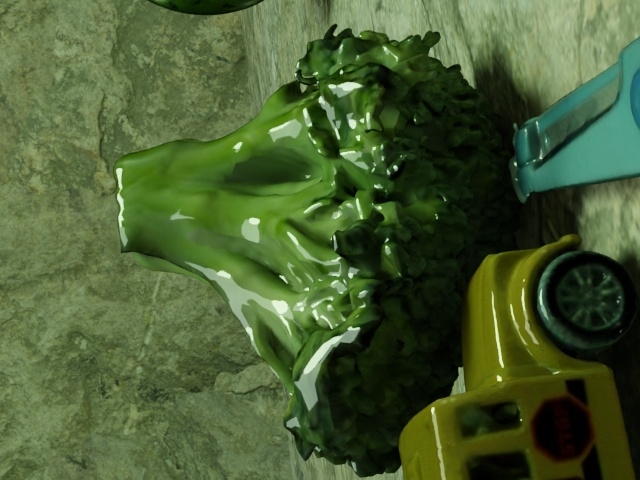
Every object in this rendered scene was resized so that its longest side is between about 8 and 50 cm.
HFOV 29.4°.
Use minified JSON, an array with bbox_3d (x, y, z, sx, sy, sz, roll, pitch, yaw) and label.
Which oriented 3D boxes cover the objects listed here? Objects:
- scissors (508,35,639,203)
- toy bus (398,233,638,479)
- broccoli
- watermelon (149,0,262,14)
[{"bbox_3d":[0.144,-0.050,0.483,0.393,0.032,0.180,158,106,-81],"label":"scissors"},{"bbox_3d":[0.109,0.171,0.583,0.121,0.123,0.335,105,158,-70],"label":"toy bus"},{"bbox_3d":[0.000,0.000,0.765,0.288,0.246,0.247,-41,-52,-63],"label":"broccoli"},{"bbox_3d":[-0.136,-0.406,1.432,0.285,0.285,0.285,174,90,-83],"label":"watermelon"}]
